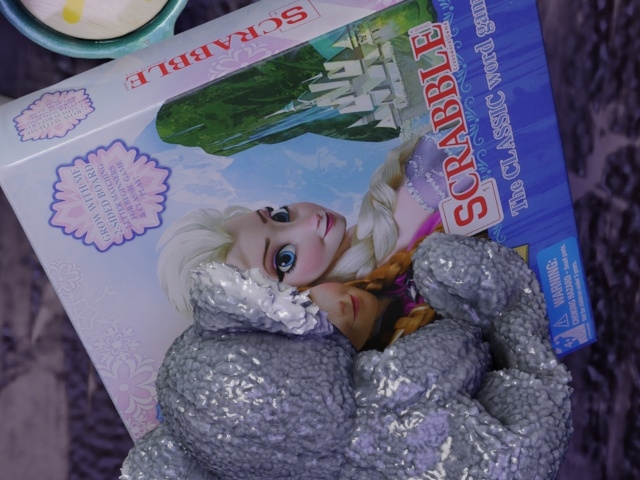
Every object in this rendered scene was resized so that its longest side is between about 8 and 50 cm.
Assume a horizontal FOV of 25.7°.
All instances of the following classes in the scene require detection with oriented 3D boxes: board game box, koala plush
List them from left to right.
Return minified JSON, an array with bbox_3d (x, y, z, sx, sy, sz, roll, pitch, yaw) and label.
[{"bbox_3d":[0.000,0.000,0.873,0.318,0.066,0.319,-24,129,-5],"label":"board game box"},{"bbox_3d":[0.009,0.096,0.794,0.221,0.203,0.196,17,117,-19],"label":"koala plush"}]

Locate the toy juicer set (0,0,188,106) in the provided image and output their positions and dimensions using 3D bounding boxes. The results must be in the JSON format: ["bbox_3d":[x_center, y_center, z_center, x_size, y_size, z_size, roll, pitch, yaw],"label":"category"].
[{"bbox_3d":[-0.179,-0.177,0.865,0.209,0.089,0.329,-3,101,-10],"label":"toy juicer set"}]
